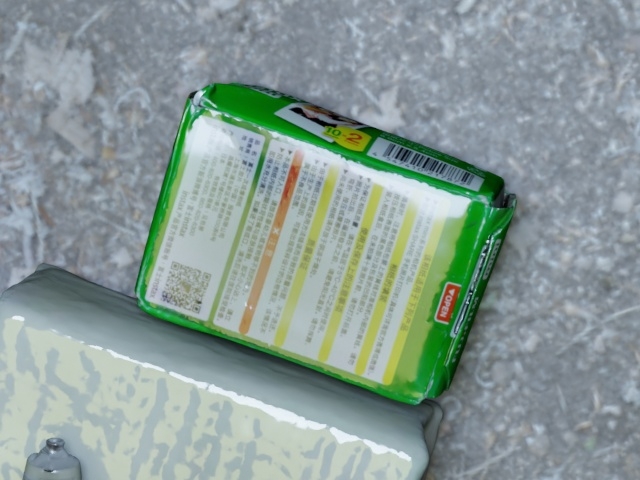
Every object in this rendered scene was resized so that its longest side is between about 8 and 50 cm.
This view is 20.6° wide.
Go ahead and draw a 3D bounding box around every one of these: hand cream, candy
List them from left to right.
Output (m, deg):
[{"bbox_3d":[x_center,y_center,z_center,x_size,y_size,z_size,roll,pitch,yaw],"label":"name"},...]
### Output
[{"bbox_3d":[-0.189,0.216,1.217,0.057,0.037,0.165,6,104,1],"label":"hand cream"},{"bbox_3d":[-0.102,0.171,1.285,0.359,0.145,0.208,20,99,5],"label":"candy"}]

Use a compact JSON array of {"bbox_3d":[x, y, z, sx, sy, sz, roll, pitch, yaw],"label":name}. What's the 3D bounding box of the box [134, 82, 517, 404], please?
[{"bbox_3d":[0.000,0.000,1.271,0.250,0.103,0.180,20,99,8],"label":"box"}]
